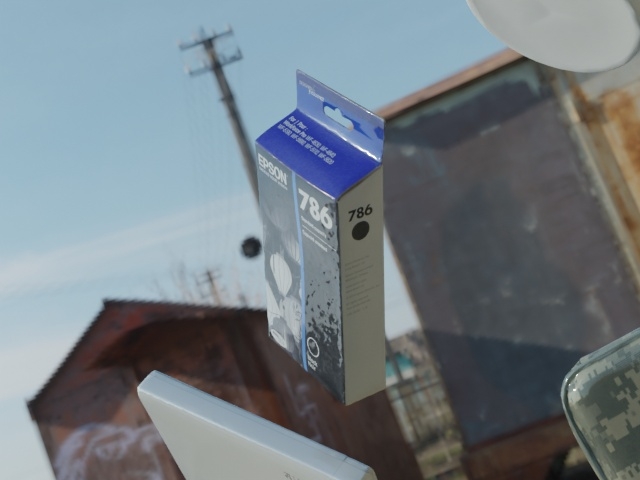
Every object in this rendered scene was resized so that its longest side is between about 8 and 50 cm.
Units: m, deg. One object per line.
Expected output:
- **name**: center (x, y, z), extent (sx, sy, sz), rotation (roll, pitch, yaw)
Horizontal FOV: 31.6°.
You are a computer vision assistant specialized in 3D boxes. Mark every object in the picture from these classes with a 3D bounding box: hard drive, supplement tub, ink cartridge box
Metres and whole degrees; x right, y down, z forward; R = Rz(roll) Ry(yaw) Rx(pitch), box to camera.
- **hard drive**: center (-0.064, 0.308, 1.475), extent (0.353, 0.233, 0.047), rotation (18, 53, 33)
- **supplement tub**: center (0.316, -0.376, 1.240), extent (0.331, 0.241, 0.241), rotation (-61, 3, -18)
- **ink cartridge box**: center (0.000, 0.000, 1.207), extent (0.065, 0.332, 0.165), rotation (-19, 34, -27)

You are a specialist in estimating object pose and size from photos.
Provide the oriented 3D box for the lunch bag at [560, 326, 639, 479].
- **lunch bag**: center (0.390, 0.124, 0.944), extent (0.305, 0.212, 0.256), rotation (-36, -14, 22)
